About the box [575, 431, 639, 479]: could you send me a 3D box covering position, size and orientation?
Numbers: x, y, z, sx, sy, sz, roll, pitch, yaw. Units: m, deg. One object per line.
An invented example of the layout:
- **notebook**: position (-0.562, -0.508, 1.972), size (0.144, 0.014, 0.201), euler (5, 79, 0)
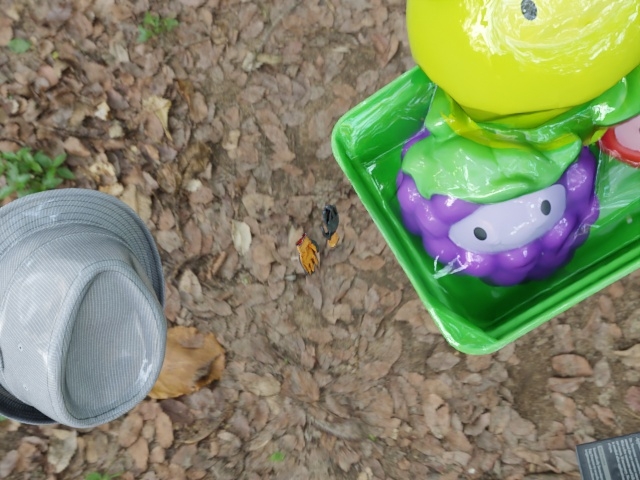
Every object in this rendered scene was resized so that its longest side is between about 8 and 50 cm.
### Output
- **box**: position (0.427, 0.312, 0.815), size (0.158, 0.156, 0.093), euler (-22, 40, 24)

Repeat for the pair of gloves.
- **pair of gloves**: position (0.000, 0.000, 0.788), size (0.010, 0.074, 0.083), euler (22, 60, 26)

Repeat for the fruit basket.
- **fruit basket**: position (0.191, -0.115, 0.506), size (0.392, 0.392, 0.283), euler (-27, 70, -7)

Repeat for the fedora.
- **fedora**: position (-0.254, 0.090, 0.710), size (0.124, 0.244, 0.275), euler (20, 108, 43)
